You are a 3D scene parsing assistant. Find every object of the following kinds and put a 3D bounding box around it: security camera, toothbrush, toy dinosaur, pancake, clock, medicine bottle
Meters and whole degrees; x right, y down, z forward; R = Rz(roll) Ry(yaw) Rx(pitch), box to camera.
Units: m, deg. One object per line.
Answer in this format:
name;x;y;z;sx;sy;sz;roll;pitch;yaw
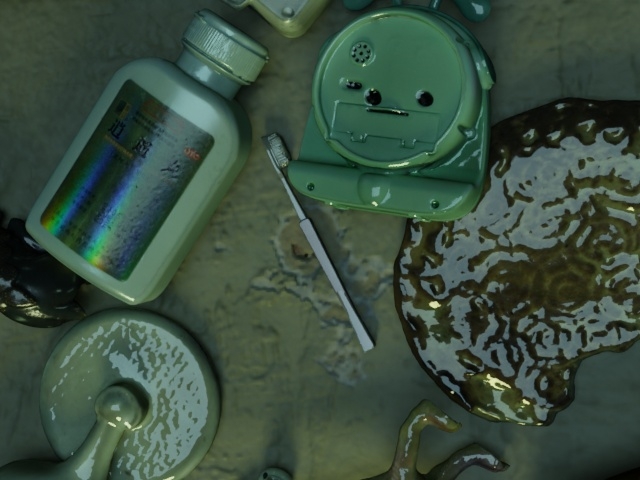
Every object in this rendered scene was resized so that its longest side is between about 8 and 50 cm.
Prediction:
security camera;-0.197;0.199;0.915;0.157;0.080;0.301;29;94;7
toothbrush;-0.002;0.001;0.900;0.017;0.014;0.194;-24;89;9
toy dinosaur;0.042;0.216;0.854;0.251;0.072;0.199;34;86;3
pancake;0.209;0.028;0.860;0.286;0.033;0.288;37;98;4
clock;0.057;-0.112;0.850;0.148;0.060;0.188;7;87;20
medicine bottle;-0.127;-0.072;0.883;0.121;0.083;0.229;35;97;9

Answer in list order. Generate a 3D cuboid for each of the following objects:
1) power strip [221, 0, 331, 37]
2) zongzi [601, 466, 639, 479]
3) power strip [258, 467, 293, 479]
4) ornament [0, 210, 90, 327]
power strip;0.013;-0.286;0.858;0.118;0.046;0.270;40;94;6
zongzi;0.267;0.175;0.822;0.221;0.112;0.242;10;87;9
power strip;-0.049;0.227;0.911;0.055;0.035;0.083;25;99;7
ornament;-0.305;0.037;0.840;0.202;0.236;0.080;28;108;9
